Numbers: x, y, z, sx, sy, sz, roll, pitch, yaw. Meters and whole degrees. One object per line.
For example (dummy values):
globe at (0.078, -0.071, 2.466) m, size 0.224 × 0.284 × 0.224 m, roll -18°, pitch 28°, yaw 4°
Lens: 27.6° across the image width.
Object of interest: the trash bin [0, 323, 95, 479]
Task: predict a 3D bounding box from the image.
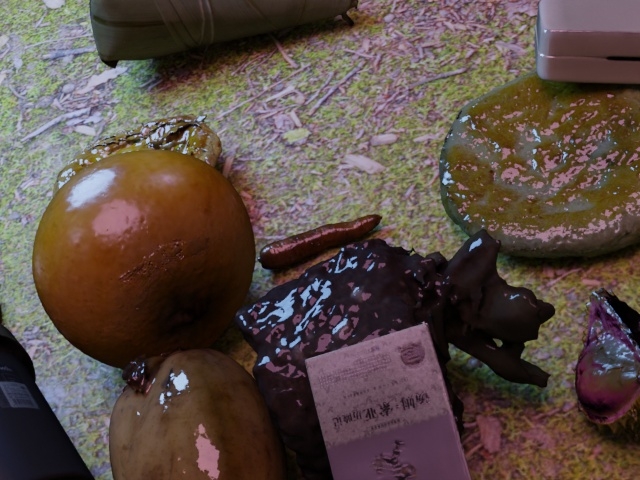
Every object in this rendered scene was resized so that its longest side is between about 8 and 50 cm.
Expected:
trash bin at (-0.394, 0.216, 1.449) m, size 0.214 × 0.214 × 0.334 m, roll -36°, pitch 56°, yaw -13°

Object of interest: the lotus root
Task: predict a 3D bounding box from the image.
lotus root at (-0.121, 0.250, 1.343) m, size 0.183 × 0.182 × 0.310 m, roll -21°, pitch 46°, yaw 1°

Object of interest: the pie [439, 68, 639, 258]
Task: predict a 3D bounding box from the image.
pie at (0.289, -0.094, 1.580) m, size 0.323 × 0.070 × 0.323 m, roll -10°, pitch 48°, yaw 12°

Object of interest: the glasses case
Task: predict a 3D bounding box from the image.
glasses case at (0.424, -0.246, 1.605) m, size 0.313 × 0.070 × 0.131 m, roll 2°, pitch 30°, yaw 6°

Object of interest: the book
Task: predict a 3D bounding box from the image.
book at (0.065, 0.178, 1.218) m, size 0.127 × 0.014 × 0.181 m, roll -17°, pitch 72°, yaw 9°

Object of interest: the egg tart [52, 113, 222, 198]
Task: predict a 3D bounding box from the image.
egg tart at (-0.237, -0.072, 1.732) m, size 0.252 × 0.098 × 0.232 m, roll -40°, pitch 42°, yaw -23°

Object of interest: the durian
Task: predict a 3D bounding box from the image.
durian at (0.319, 0.146, 1.350) m, size 0.108 × 0.119 × 0.186 m, roll -54°, pitch 28°, yaw 21°

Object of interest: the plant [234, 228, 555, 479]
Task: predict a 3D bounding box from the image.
plant at (0.087, 0.108, 1.363) m, size 0.312 × 0.215 × 0.213 m, roll -27°, pitch 50°, yaw 2°

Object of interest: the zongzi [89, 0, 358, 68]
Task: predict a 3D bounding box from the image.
zongzi at (-0.174, -0.450, 2.016) m, size 0.418 × 0.181 × 0.447 m, roll -4°, pitch 43°, yaw -4°

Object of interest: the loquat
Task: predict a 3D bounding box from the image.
loquat at (-0.202, 0.021, 1.514) m, size 0.263 × 0.263 × 0.263 m, roll -10°, pitch 47°, yaw 11°

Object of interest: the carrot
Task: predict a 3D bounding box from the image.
carrot at (-0.001, -0.001, 1.622) m, size 0.165 × 0.035 × 0.035 m, roll -20°, pitch 46°, yaw -2°
